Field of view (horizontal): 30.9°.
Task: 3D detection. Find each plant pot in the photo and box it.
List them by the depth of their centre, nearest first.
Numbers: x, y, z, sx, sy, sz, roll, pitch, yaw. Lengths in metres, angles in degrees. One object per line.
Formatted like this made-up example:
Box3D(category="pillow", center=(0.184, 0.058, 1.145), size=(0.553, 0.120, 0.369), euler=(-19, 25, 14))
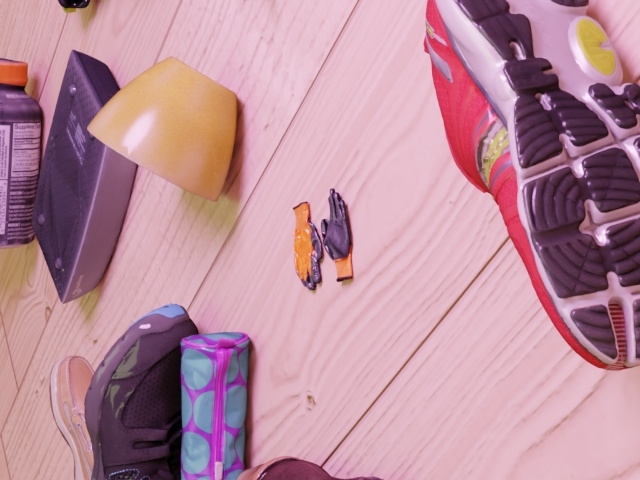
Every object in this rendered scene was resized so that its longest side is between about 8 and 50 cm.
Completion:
Box3D(category="plant pot", center=(-0.128, -0.109, 1.049), size=(0.095, 0.134, 0.134), euler=(-59, 37, 4))

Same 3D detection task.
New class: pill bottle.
Box3D(category="pill bottle", center=(-0.440, -0.119, 1.541), size=(0.130, 0.131, 0.245), euler=(21, 108, 57))

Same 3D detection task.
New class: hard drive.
Box3D(category="hard drive", center=(-0.273, -0.071, 1.339), size=(0.172, 0.054, 0.254), euler=(58, 137, 41))

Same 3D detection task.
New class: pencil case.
Box3D(category="pencil case", center=(-0.094, 0.158, 1.040), size=(0.070, 0.065, 0.151), euler=(-168, 78, -74))

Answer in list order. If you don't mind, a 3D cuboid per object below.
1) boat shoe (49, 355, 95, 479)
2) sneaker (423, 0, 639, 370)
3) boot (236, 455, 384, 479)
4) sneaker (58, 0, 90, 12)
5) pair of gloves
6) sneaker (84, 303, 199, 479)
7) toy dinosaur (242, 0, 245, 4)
Box3D(category="boat shoe", center=(-0.250, 0.214, 1.313), size=(0.072, 0.068, 0.190), euler=(-32, 73, 41))
Box3D(category="sneaker", center=(0.130, -0.047, 0.659), size=(0.118, 0.107, 0.279), euler=(105, 154, -58))
Box3D(category="boot", center=(-0.014, 0.293, 0.885), size=(0.207, 0.090, 0.248), euler=(-11, 78, 61))
Box3D(category="sneaker", center=(-0.258, -0.344, 1.293), size=(0.097, 0.084, 0.234), euler=(70, 153, 22))
Box3D(category="pair of gloves", center=(0.000, 0.000, 0.931), size=(0.083, 0.010, 0.074), euler=(-20, 74, 57))
Box3D(category="sneaker", center=(-0.159, 0.225, 1.134), size=(0.140, 0.125, 0.340), euler=(25, 112, 26))
Box3D(category="toy dinosaur", center=(-0.079, -0.266, 1.033), size=(0.183, 0.053, 0.092), euler=(-137, 38, -59))
